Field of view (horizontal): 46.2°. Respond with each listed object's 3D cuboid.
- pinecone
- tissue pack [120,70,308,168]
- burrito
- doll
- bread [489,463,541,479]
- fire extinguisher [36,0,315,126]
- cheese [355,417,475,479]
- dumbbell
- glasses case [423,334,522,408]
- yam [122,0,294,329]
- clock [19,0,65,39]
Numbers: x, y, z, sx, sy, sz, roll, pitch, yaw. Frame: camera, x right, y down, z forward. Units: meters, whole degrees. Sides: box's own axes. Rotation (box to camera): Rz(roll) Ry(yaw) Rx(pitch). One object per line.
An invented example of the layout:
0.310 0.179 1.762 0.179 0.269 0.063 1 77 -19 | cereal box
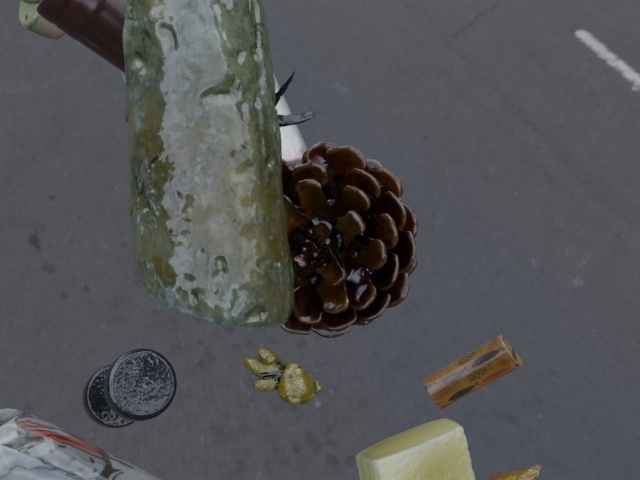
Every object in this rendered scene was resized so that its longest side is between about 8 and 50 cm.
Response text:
0.000 0.000 0.754 0.208 0.207 0.207 4 52 -5 | pinecone
-0.160 -0.194 1.100 0.201 0.124 0.271 -19 77 -21 | tissue pack
-0.210 0.270 0.725 0.445 0.139 0.101 41 14 -23 | burrito
-0.096 0.322 1.832 0.209 0.097 0.137 29 31 31 | doll
0.374 0.512 1.091 0.185 0.109 0.380 -21 80 21 | bread
-0.160 -0.228 0.923 0.344 0.138 0.102 32 34 -28 | fire extinguisher
0.225 0.561 1.671 0.243 0.124 0.265 -16 98 -25 | cheese
-0.284 0.222 1.107 0.100 0.191 0.100 8 71 -25 | dumbbell
0.271 0.239 1.342 0.064 0.170 0.041 49 24 -16 | glasses case
-0.094 -0.095 0.591 0.133 0.330 0.133 -3 12 1 | yam
-0.422 -0.513 1.252 0.114 0.284 0.309 17 51 -50 | clock
